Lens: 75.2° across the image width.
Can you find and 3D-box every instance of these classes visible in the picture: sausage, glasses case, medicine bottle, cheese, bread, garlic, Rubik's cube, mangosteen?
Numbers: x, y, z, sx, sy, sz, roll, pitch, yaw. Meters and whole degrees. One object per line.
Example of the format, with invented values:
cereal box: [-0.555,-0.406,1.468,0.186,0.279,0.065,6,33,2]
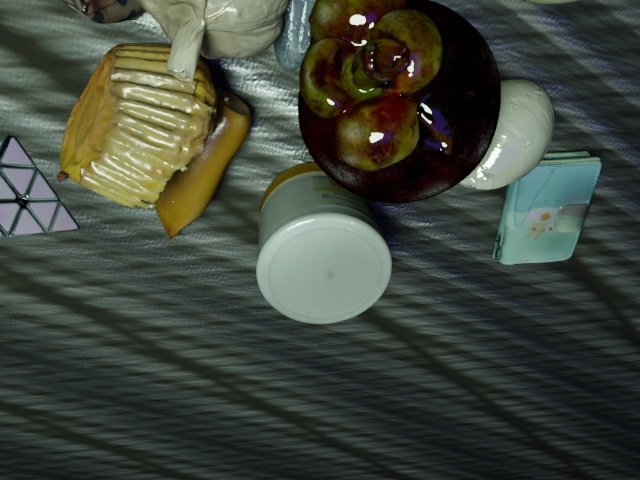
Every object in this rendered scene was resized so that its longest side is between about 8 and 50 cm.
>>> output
sausage: [-0.237,-0.123,0.769,0.112,0.112,0.328,25,116,-20]
glasses case: [-0.031,-0.401,0.610,0.067,0.109,0.282,1,123,-20]
medicine bottle: [0.000,0.000,0.794,0.238,0.231,0.237,-3,123,-5]
cheese: [0.324,-0.186,0.736,0.155,0.198,0.188,17,116,28]
bread: [-0.280,-0.182,0.635,0.274,0.274,0.149,-46,143,21]
garlic: [-0.150,-0.299,0.522,0.219,0.211,0.218,12,157,5]
Rubik's cube: [-0.560,-0.102,0.787,0.191,0.212,0.177,4,104,-46]
mangosteen: [0.101,-0.209,0.608,0.307,0.306,0.347,-40,160,18]

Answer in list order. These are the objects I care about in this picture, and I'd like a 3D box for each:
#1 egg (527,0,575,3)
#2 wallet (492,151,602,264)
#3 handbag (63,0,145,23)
egg: [0.368,-0.482,0.564,0.265,0.174,0.286,-19,119,2]
wallet: [0.479,-0.065,0.895,0.177,0.075,0.250,-3,123,0]
handbag: [-0.307,-0.420,0.520,0.190,0.193,0.251,20,118,-19]
